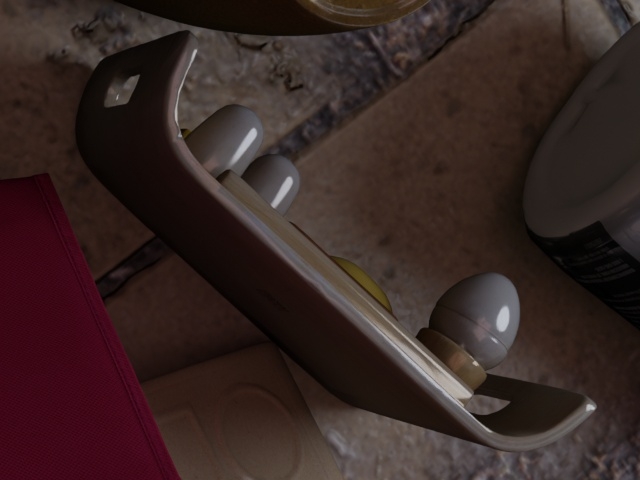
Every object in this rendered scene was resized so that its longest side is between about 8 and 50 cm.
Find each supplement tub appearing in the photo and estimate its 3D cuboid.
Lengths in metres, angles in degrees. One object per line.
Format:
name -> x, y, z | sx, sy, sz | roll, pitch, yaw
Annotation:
supplement tub -> 0.314, 0.013, 1.158 | 0.338, 0.207, 0.207 | 36, 79, -18

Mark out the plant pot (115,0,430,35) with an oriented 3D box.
plant pot -> -0.027, -0.204, 0.964 | 0.237, 0.254, 0.237 | -10, 116, -21

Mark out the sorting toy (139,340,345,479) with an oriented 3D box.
sorting toy -> -0.048, 0.164, 1.035 | 0.208, 0.038, 0.193 | -13, 73, -56

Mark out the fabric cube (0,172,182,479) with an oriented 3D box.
fabric cube -> -0.234, 0.146, 0.872 | 0.258, 0.254, 0.259 | -6, 132, -24

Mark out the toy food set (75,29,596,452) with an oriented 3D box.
toy food set -> 0.000, 0.000, 1.032 | 0.306, 0.220, 0.092 | 43, 78, -16
